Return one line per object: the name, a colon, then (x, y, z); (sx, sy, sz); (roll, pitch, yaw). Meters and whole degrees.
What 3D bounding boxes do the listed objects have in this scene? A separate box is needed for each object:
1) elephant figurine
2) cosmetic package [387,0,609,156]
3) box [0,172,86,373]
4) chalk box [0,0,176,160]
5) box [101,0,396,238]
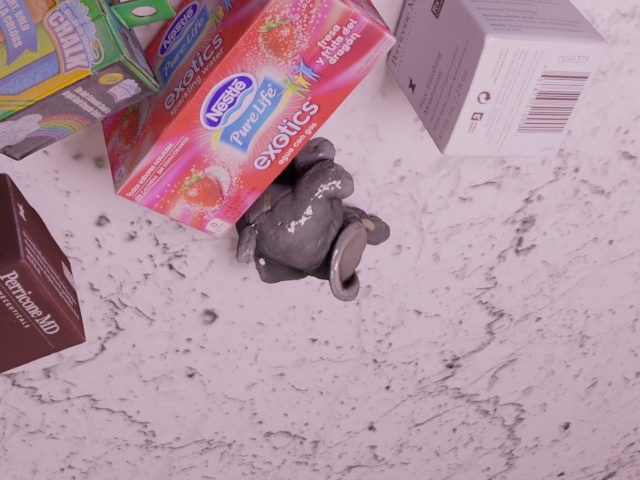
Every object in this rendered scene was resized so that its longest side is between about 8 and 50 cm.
elephant figurine: (0.000, 0.000, 1.199); (0.186, 0.169, 0.239); (-31, 132, -1)
cosmetic package: (0.188, -0.206, 1.073); (0.151, 0.183, 0.151); (-2, 132, -22)
box: (-0.483, 0.088, 1.090); (0.381, 0.143, 0.191); (-22, 145, -4)
chalk box: (-0.242, -0.187, 0.916); (0.213, 0.132, 0.132); (-27, 174, 1)
box: (-0.087, -0.170, 1.017); (0.142, 0.154, 0.300); (25, 120, -38)
